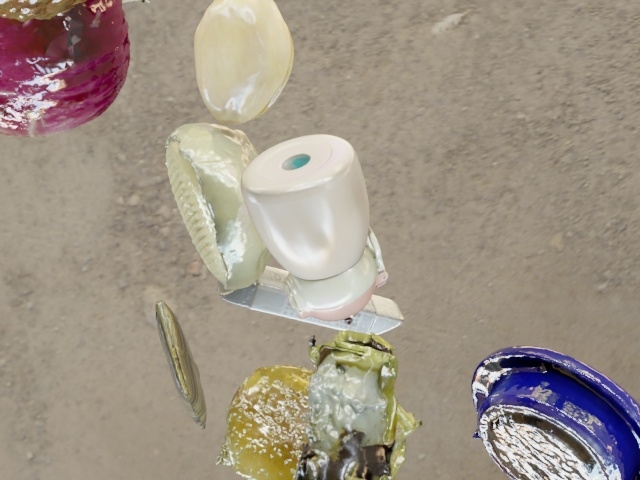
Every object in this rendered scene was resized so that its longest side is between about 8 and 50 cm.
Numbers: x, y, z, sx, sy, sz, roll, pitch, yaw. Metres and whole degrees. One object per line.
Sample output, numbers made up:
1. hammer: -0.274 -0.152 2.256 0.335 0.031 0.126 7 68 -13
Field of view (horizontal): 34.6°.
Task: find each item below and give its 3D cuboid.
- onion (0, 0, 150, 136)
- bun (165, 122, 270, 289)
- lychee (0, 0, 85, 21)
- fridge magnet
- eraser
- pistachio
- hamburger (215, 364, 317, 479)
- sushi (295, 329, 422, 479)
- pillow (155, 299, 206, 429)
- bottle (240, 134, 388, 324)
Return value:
1. onion: -0.308 -0.246 1.064 0.230 0.272 0.256 30 162 53
2. bun: -0.144 -0.063 1.635 0.287 0.146 0.287 57 160 36
3. lychee: -0.128 -0.144 0.405 0.114 0.114 0.146 49 116 12
4. fridge magnet: 0.306 0.244 1.310 0.265 0.113 0.266 27 143 23
5. eraser: -0.018 0.111 1.903 0.351 0.089 0.061 15 114 -18
6. pistachio: -0.114 -0.269 1.502 0.145 0.117 0.201 8 102 17
7. hamburger: -0.050 0.282 1.586 0.189 0.215 0.122 26 162 -4
8. sushi: 0.036 0.248 1.146 0.139 0.131 0.291 6 76 10
9. pillow: -0.269 0.245 2.005 0.212 0.052 0.208 84 165 -62
10. bottle: 0.000 0.000 1.291 0.147 0.147 0.237 3 126 31
